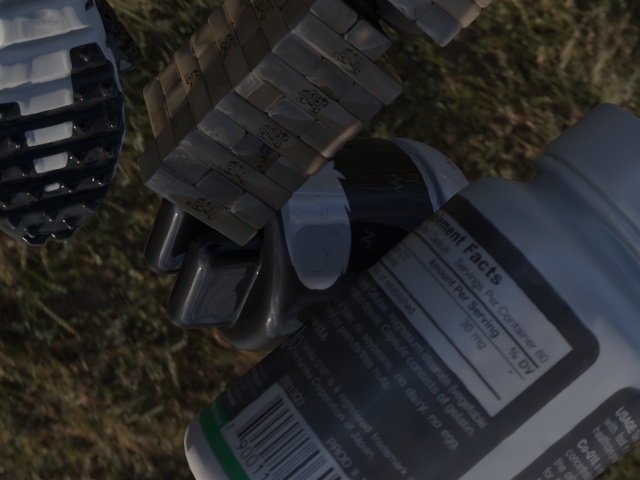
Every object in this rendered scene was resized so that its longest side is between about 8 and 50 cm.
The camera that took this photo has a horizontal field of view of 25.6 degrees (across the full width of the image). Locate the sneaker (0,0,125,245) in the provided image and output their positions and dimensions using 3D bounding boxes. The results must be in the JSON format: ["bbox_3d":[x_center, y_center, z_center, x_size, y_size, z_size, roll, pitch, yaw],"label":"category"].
[{"bbox_3d":[-0.148,-0.112,0.691,0.078,0.106,0.234,-12,125,-15],"label":"sneaker"}]

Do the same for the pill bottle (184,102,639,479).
[{"bbox_3d":[0.105,0.088,0.934,0.361,0.204,0.204,-40,125,1],"label":"pill bottle"}]

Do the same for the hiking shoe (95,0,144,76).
[{"bbox_3d":[-0.257,-0.174,1.257,0.132,0.304,0.113,-34,88,11],"label":"hiking shoe"}]

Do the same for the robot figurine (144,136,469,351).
[{"bbox_3d":[0.000,0.003,1.162,0.278,0.173,0.209,-5,90,-30],"label":"robot figurine"}]

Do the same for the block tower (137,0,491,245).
[{"bbox_3d":[0.024,-0.150,0.864,0.091,0.097,0.335,33,112,-34],"label":"block tower"}]
